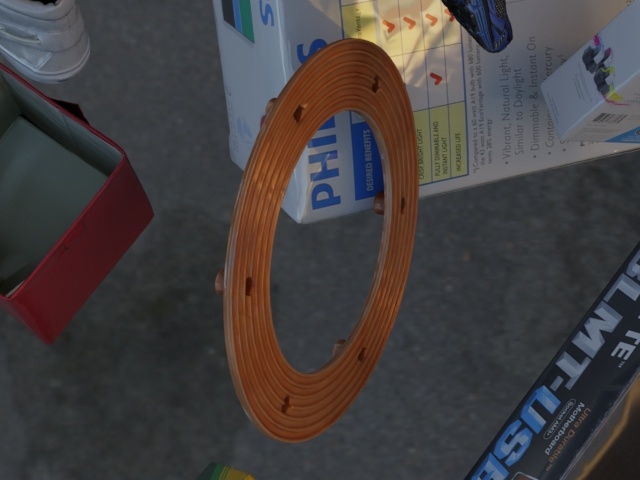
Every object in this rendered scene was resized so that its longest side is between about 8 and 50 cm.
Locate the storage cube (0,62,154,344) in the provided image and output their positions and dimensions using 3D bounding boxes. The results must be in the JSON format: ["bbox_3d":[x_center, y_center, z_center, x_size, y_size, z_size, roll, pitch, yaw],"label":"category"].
[{"bbox_3d":[-0.305,-0.035,1.754,0.183,0.193,0.215,35,78,13],"label":"storage cube"}]

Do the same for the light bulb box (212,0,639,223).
[{"bbox_3d":[0.092,-0.243,1.600,0.225,0.361,0.358,-138,39,-62],"label":"light bulb box"}]

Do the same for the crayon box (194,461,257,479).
[{"bbox_3d":[-0.058,0.365,2.041,0.202,0.318,0.081,44,79,-7],"label":"crayon box"}]

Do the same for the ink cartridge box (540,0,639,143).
[{"bbox_3d":[0.287,-0.152,1.462,0.181,0.104,0.061,-42,56,50],"label":"ink cartridge box"}]

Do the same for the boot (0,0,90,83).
[{"bbox_3d":[-0.312,-0.252,1.537,0.258,0.095,0.123,33,153,15],"label":"boot"}]

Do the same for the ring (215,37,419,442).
[{"bbox_3d":[0.000,0.000,1.403,0.032,0.336,0.336,10,94,26],"label":"ring"}]

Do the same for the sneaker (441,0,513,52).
[{"bbox_3d":[0.130,-0.243,1.293,0.083,0.087,0.221,-119,16,-54],"label":"sneaker"}]

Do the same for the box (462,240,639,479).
[{"bbox_3d":[0.195,0.182,0.865,0.295,0.293,0.073,-51,29,-14],"label":"box"}]
